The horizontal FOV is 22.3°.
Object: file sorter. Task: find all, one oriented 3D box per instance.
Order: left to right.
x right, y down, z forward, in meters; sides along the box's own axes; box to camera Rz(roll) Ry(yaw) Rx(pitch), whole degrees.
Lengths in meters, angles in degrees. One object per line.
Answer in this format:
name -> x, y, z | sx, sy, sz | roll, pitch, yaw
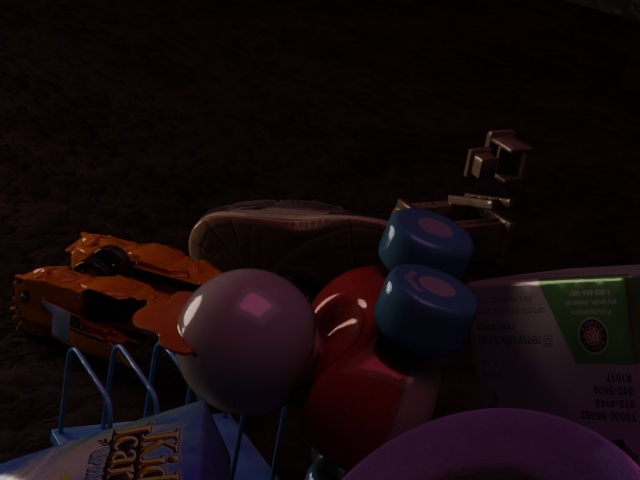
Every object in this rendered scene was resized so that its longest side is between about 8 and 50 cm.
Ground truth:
file sorter -> -0.126, 0.151, 1.384 | 0.170, 0.104, 0.118 | -2, 27, -28

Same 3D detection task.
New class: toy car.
toy car -> -0.026, 0.077, 1.266 | 0.238, 0.219, 0.210 | 19, 24, -5

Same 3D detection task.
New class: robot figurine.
robot figurine -> -0.138, 0.074, 1.578 | 0.291, 0.085, 0.211 | 17, 25, 16

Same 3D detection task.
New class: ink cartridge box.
ink cartridge box -> 0.225, 0.160, 1.229 | 0.117, 0.278, 0.201 | -7, 1, -31

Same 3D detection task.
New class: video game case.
video game case -> -0.186, 0.229, 1.106 | 0.244, 0.061, 0.269 | -17, 24, 5

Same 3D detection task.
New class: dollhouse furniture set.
dollhouse furniture set -> 0.133, -0.055, 1.887 | 0.182, 0.161, 0.101 | -5, 28, -34

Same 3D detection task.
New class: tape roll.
tape roll -> 0.115, 0.252, 1.069 | 0.275, 0.090, 0.274 | -13, 54, 18

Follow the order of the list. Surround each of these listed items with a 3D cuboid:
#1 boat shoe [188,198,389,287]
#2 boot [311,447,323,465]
boat shoe -> 0.000, 0.000, 1.787 | 0.285, 0.102, 0.092 | 4, 28, -1
boot -> 0.088, 0.219, 1.376 | 0.198, 0.076, 0.137 | -2, 28, 5
